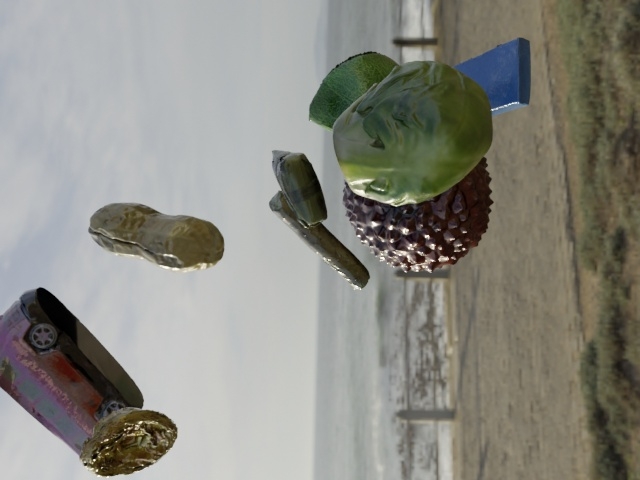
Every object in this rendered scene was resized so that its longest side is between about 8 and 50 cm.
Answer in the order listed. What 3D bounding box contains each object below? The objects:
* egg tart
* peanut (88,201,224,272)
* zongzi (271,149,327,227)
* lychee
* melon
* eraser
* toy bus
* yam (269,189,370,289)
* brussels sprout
[{"bbox_3d":[-0.249,0.255,1.072,0.049,0.129,0.128,-121,24,-43],"label":"egg tart"},{"bbox_3d":[-0.342,-0.005,1.722,0.130,0.290,0.130,13,-90,-80],"label":"peanut"},{"bbox_3d":[-0.035,-0.074,1.148,0.113,0.052,0.104,26,137,68],"label":"zongzi"},{"bbox_3d":[0.259,-0.118,2.264,0.500,0.425,0.424,141,133,-66],"label":"lychee"},{"bbox_3d":[0.126,-0.310,1.786,0.169,0.265,0.129,45,143,35],"label":"melon"},{"bbox_3d":[0.354,-0.339,1.851,0.312,0.043,0.144,-11,77,63],"label":"eraser"},{"bbox_3d":[-0.436,0.231,1.414,0.302,0.147,0.127,50,177,-16],"label":"toy bus"},{"bbox_3d":[0.000,0.000,2.017,0.071,0.317,0.067,-29,25,43],"label":"yam"},{"bbox_3d":[0.130,-0.141,1.135,0.161,0.223,0.223,46,-144,-44],"label":"brussels sprout"}]
